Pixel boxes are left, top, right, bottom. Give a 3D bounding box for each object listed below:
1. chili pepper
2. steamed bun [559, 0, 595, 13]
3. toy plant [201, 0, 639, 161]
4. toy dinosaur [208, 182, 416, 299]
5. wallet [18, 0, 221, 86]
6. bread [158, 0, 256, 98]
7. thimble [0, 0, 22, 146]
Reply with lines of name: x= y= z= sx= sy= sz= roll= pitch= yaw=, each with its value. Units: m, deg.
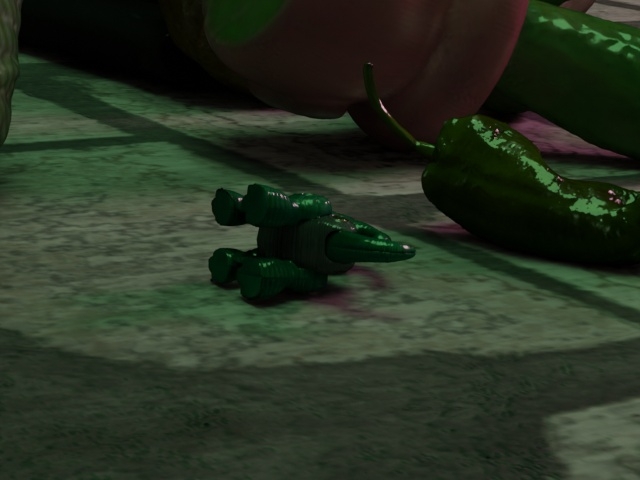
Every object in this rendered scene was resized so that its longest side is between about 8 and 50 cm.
chili pepper: x=0.112 y=-0.034 z=1.042 sx=0.204 sy=0.073 sz=0.072 roll=23 pitch=4 yaw=28
steamed bun: x=0.109 y=-0.272 z=1.681 sx=0.384 sy=0.236 sz=0.247 roll=6 pitch=23 yaw=41
toy plant: x=0.090 y=-0.170 z=1.324 sx=0.356 sy=0.210 sz=0.317 roll=10 pitch=8 yaw=-28
toy dinosaur: x=0.000 y=0.000 z=0.924 sx=0.096 sy=0.059 sz=0.132 roll=0 pitch=5 yaw=-33
wallet: x=-0.164 y=-0.207 z=1.696 sx=0.228 sy=0.062 sz=0.406 roll=-8 pitch=18 yaw=-36
bread: x=-0.029 y=-0.230 z=1.484 sx=0.230 sy=0.230 sz=0.123 roll=-7 pitch=-20 yaw=-33
thimble: x=-0.293 y=-0.130 z=1.091 sx=0.219 sy=0.150 sz=0.219 roll=3 pitch=-4 yaw=0
